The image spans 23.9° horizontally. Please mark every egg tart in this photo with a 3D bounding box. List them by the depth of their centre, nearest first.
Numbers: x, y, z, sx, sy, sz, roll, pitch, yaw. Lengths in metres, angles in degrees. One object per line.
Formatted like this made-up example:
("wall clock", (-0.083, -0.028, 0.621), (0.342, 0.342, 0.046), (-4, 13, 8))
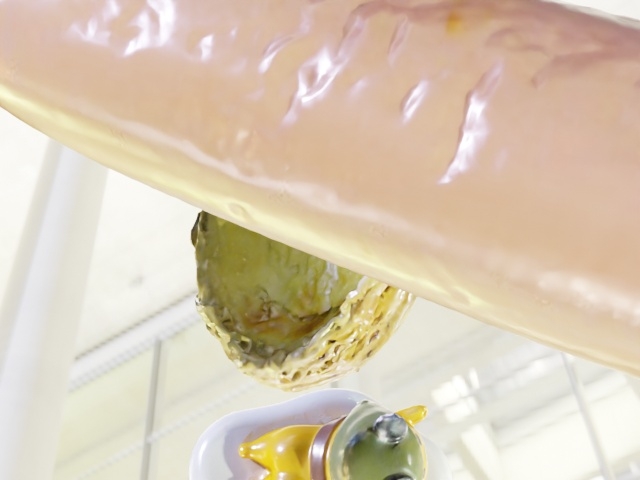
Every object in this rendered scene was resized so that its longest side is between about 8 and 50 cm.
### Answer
("egg tart", (0.000, 0.001, 1.031), (0.212, 0.212, 0.090), (-46, -37, 19))

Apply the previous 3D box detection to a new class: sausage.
("sausage", (0.027, -0.030, 0.390), (0.289, 0.086, 0.086), (20, -60, 23))

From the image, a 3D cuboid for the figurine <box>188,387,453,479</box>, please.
("figurine", (0.004, 0.211, 1.363), (0.250, 0.141, 0.166), (-3, -101, -3))
